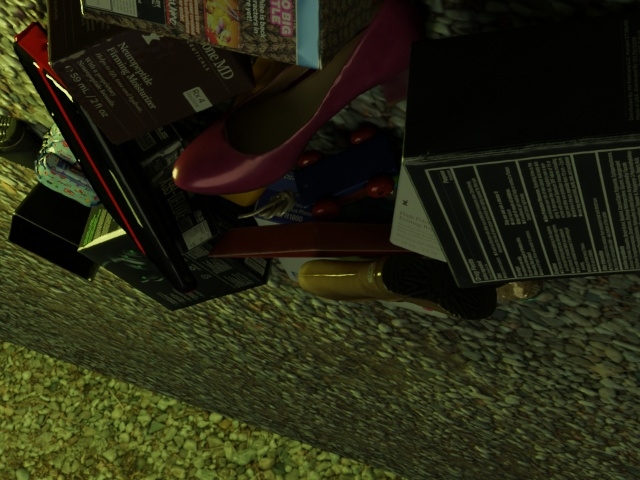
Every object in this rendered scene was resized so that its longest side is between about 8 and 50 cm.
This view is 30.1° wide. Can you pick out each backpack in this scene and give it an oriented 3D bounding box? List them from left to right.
[{"bbox_3d":[-0.414,-0.152,2.101,0.158,0.117,0.173,29,154,-16],"label":"backpack"}]

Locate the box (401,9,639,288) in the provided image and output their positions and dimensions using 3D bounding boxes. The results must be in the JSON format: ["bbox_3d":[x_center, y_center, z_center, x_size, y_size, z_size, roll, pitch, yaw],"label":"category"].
[{"bbox_3d":[0.272,-0.097,1.374,0.294,0.183,0.296,-6,148,17],"label":"box"}]

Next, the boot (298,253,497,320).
[{"bbox_3d":[0.124,0.071,1.950,0.236,0.089,0.269,20,168,-24],"label":"boot"}]

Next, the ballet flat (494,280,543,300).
[{"bbox_3d":[0.280,0.066,1.987,0.206,0.073,0.067,-10,120,46],"label":"ballet flat"}]

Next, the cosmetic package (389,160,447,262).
[{"bbox_3d":[0.171,-0.076,1.673,0.117,0.085,0.231,17,145,11],"label":"cosmetic package"}]

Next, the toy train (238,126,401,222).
[{"bbox_3d":[0.013,-0.065,1.787,0.248,0.105,0.143,-23,155,14],"label":"toy train"}]

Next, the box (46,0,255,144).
[{"bbox_3d":[-0.213,-0.259,1.484,0.203,0.167,0.168,-21,141,11],"label":"box"}]

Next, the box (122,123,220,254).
[{"bbox_3d":[-0.275,-0.146,1.869,0.242,0.076,0.307,54,170,26],"label":"box"}]

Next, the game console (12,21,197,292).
[{"bbox_3d":[-0.324,-0.130,1.807,0.342,0.060,0.387,39,159,50],"label":"game console"}]

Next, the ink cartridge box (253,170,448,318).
[{"bbox_3d":[0.054,0.007,2.060,0.324,0.071,0.330,13,157,24],"label":"ink cartridge box"}]

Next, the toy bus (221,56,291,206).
[{"bbox_3d":[-0.084,-0.169,1.715,0.108,0.130,0.333,27,158,-8],"label":"toy bus"}]

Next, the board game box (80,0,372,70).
[{"bbox_3d":[-0.101,-0.335,1.231,0.291,0.141,0.232,16,130,18],"label":"board game box"}]

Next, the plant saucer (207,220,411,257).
[{"bbox_3d":[0.000,0.000,1.846,0.258,0.048,0.259,1,176,-42],"label":"plant saucer"}]

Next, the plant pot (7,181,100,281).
[{"bbox_3d":[-0.484,-0.051,2.326,0.187,0.167,0.188,28,157,-8],"label":"plant pot"}]

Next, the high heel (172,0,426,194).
[{"bbox_3d":[-0.045,-0.187,1.470,0.377,0.127,0.181,-29,148,8],"label":"high heel"}]

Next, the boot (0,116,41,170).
[{"bbox_3d":[-0.620,-0.177,2.309,0.197,0.077,0.137,9,159,34],"label":"boot"}]

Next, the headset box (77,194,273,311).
[{"bbox_3d":[-0.265,0.000,2.182,0.283,0.131,0.246,-18,138,39],"label":"headset box"}]
